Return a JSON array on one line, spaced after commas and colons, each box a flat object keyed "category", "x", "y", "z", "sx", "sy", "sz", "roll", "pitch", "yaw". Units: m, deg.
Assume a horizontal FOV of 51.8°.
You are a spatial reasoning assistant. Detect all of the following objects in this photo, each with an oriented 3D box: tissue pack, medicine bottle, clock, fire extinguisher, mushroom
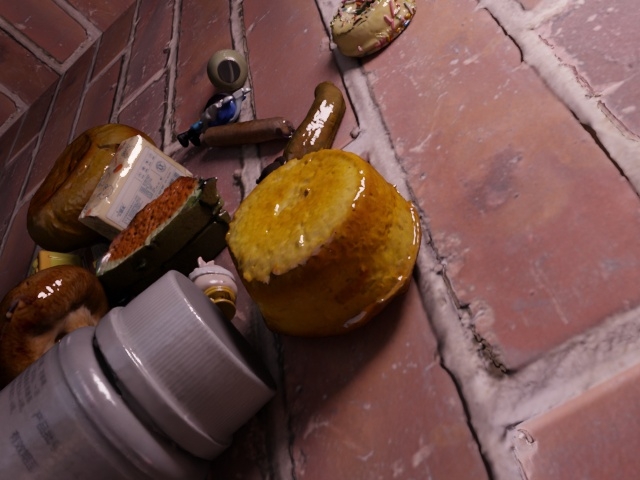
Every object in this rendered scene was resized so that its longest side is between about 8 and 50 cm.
[{"category": "tissue pack", "x": -0.365, "y": -0.086, "z": 1.310, "sx": 0.092, "sy": 0.148, "sz": 0.196, "roll": -9, "pitch": 51, "yaw": 47}, {"category": "medicine bottle", "x": -0.229, "y": 0.208, "z": 0.797, "sx": 0.306, "sy": 0.245, "sz": 0.245, "roll": -41, "pitch": 34, "yaw": -3}, {"category": "clock", "x": -0.518, "y": 0.125, "z": 1.286, "sx": 0.143, "sy": 0.096, "sz": 0.202, "roll": -64, "pitch": 34, "yaw": 22}, {"category": "fire extinguisher", "x": -0.450, "y": 0.058, "z": 1.328, "sx": 0.106, "sy": 0.075, "sz": 0.252, "roll": -42, "pitch": 35, "yaw": -4}, {"category": "mushroom", "x": -0.418, "y": 0.183, "z": 1.088, "sx": 0.267, "sy": 0.254, "sz": 0.267, "roll": -47, "pitch": 15, "yaw": 16}]

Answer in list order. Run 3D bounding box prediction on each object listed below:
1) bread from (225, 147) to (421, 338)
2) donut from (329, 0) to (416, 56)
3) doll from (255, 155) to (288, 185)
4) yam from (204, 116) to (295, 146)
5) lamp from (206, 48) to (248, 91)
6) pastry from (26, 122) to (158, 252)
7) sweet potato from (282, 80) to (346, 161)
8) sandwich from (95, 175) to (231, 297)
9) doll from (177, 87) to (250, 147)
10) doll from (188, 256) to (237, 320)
[{"category": "bread", "x": 0.000, "y": 0.000, "z": 0.827, "sx": 0.268, "sy": 0.146, "sz": 0.268, "roll": -26, "pitch": 39, "yaw": 23}, {"category": "donut", "x": 0.088, "y": -0.404, "z": 1.175, "sx": 0.174, "sy": 0.068, "sz": 0.175, "roll": -30, "pitch": 40, "yaw": 28}, {"category": "doll", "x": -0.074, "y": -0.059, "z": 1.016, "sx": 0.165, "sy": 0.057, "sz": 0.139, "roll": -128, "pitch": 53, "yaw": -63}, {"category": "yam", "x": -0.139, "y": -0.206, "z": 1.261, "sx": 0.264, "sy": 0.046, "sz": 0.046, "roll": 4, "pitch": 60, "yaw": 49}, {"category": "lamp", "x": -0.212, "y": -0.386, "z": 1.491, "sx": 0.091, "sy": 0.091, "sz": 0.163, "roll": -47, "pitch": 19, "yaw": 4}, {"category": "pastry", "x": -0.514, "y": -0.115, "z": 1.490, "sx": 0.356, "sy": 0.164, "sz": 0.356, "roll": -28, "pitch": 39, "yaw": 25}, {"category": "sweet potato", "x": -0.005, "y": -0.193, "z": 1.090, "sx": 0.081, "sy": 0.062, "sz": 0.233, "roll": -13, "pitch": 46, "yaw": 42}, {"category": "sandwich", "x": -0.271, "y": -0.008, "z": 1.176, "sx": 0.292, "sy": 0.109, "sz": 0.212, "roll": -45, "pitch": 28, "yaw": 3}, {"category": "doll", "x": -0.218, "y": -0.262, "z": 1.378, "sx": 0.195, "sy": 0.070, "sz": 0.096, "roll": -33, "pitch": 1, "yaw": 28}, {"category": "doll", "x": -0.166, "y": 0.079, "z": 1.008, "sx": 0.127, "sy": 0.073, "sz": 0.084, "roll": -119, "pitch": 41, "yaw": -52}]
